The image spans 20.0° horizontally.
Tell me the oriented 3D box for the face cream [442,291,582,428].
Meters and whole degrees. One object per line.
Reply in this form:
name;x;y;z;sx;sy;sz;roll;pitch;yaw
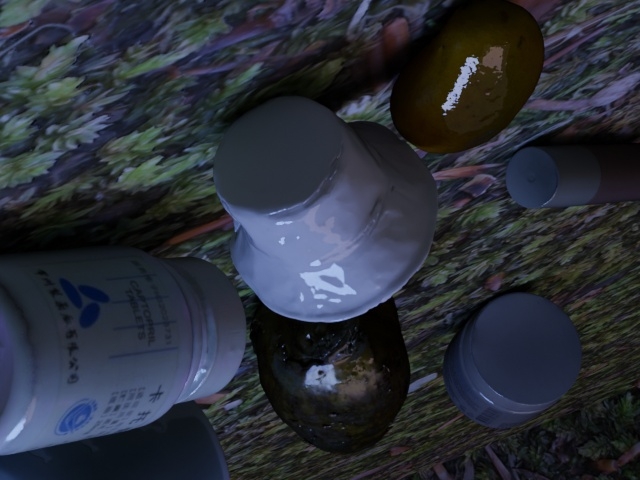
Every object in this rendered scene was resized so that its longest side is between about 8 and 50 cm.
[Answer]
face cream;0.284;0.181;2.713;0.177;0.177;0.153;-20;166;-18

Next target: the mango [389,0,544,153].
mango;0.128;-0.139;1.526;0.115;0.090;0.178;-6;149;-33

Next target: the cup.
cup;-0.317;0.284;1.960;0.356;0.259;0.274;8;-165;30

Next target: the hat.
hat;-0.011;-0.042;1.501;0.203;0.203;0.126;-27;146;8

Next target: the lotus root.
lotus root;0.017;0.139;2.106;0.179;0.196;0.397;-29;163;-6

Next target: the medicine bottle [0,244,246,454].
medicine bottle;-0.209;0.089;1.599;0.170;0.170;0.293;-35;163;33

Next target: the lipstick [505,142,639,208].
lipstick;0.303;-0.075;2.063;0.070;0.070;0.254;-35;163;33
